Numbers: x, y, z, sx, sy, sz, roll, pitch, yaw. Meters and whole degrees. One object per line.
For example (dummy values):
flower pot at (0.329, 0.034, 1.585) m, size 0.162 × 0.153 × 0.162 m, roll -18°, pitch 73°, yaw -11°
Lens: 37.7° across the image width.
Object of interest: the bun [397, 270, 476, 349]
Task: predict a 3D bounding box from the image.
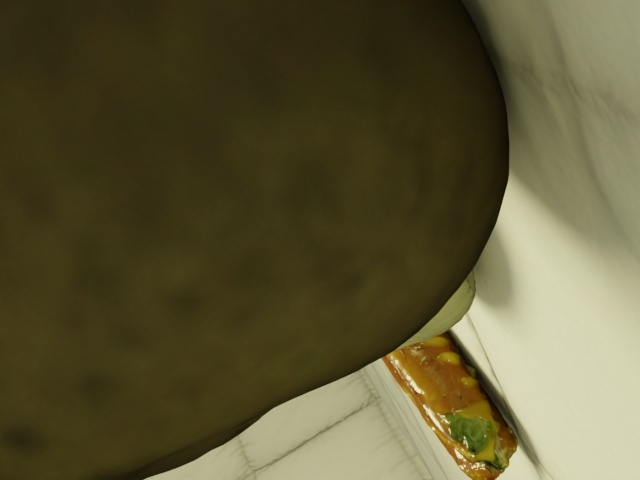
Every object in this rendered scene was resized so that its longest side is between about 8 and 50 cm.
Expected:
bun at (-0.008, -0.038, 0.673) m, size 0.287 × 0.146 × 0.287 m, roll 58°, pitch 177°, yaw 5°

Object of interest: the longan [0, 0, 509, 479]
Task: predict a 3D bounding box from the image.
longan at (-0.091, -0.027, 0.434) m, size 0.288 × 0.350 × 0.288 m, roll -17°, pitch -90°, yaw -77°

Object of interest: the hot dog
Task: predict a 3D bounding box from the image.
hot dog at (0.110, 0.133, 0.946) m, size 0.269 × 0.072 × 0.115 m, roll 54°, pitch 173°, yaw 44°
